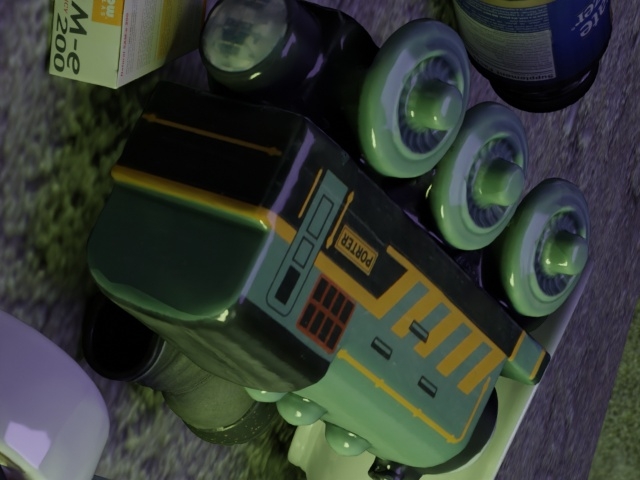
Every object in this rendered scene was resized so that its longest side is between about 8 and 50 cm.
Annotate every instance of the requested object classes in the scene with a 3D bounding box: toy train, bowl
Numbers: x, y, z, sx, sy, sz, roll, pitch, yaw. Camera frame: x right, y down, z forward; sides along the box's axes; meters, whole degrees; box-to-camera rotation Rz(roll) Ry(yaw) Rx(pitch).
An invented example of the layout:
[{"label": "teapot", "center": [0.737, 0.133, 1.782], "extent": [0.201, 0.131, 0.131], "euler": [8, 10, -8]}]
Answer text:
[{"label": "toy train", "center": [0.020, 0.006, 1.005], "extent": [0.334, 0.142, 0.190], "euler": [42, 71, -53]}, {"label": "bowl", "center": [0.066, 0.118, 1.357], "extent": [0.298, 0.134, 0.298], "euler": [25, 90, -84]}]

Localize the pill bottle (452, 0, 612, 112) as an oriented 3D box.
[{"label": "pill bottle", "center": [0.163, -0.190, 1.521], "extent": [0.219, 0.123, 0.123], "euler": [66, 40, -63]}]

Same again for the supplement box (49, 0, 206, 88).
[{"label": "supplement box", "center": [-0.087, -0.113, 0.915], "extent": [0.098, 0.036, 0.062], "euler": [-38, 139, -65]}]

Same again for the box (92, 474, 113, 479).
[{"label": "box", "center": [-0.133, 0.194, 0.929], "extent": [0.126, 0.072, 0.137], "euler": [81, 28, -49]}]

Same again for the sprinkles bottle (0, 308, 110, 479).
[{"label": "sprinkles bottle", "center": [-0.191, 0.184, 0.650], "extent": [0.121, 0.121, 0.355], "euler": [78, 29, -54]}]

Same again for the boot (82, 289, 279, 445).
[{"label": "boot", "center": [-0.043, -0.018, 1.065], "extent": [0.161, 0.083, 0.246], "euler": [54, 49, -61]}]

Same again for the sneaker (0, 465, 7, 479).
[{"label": "sneaker", "center": [-0.084, 0.141, 0.429], "extent": [0.262, 0.104, 0.125], "euler": [57, 31, -53]}]
